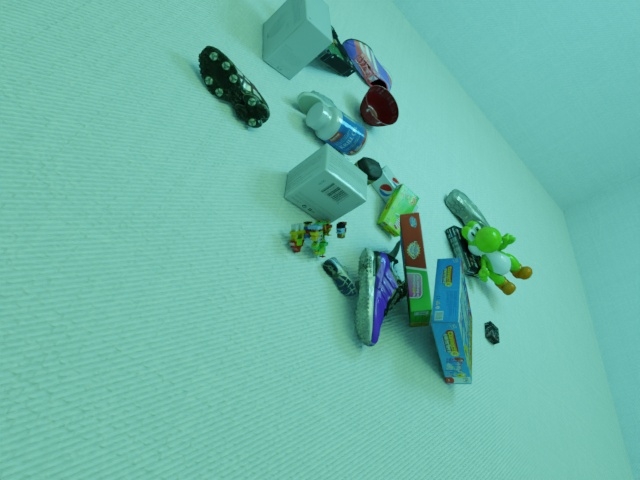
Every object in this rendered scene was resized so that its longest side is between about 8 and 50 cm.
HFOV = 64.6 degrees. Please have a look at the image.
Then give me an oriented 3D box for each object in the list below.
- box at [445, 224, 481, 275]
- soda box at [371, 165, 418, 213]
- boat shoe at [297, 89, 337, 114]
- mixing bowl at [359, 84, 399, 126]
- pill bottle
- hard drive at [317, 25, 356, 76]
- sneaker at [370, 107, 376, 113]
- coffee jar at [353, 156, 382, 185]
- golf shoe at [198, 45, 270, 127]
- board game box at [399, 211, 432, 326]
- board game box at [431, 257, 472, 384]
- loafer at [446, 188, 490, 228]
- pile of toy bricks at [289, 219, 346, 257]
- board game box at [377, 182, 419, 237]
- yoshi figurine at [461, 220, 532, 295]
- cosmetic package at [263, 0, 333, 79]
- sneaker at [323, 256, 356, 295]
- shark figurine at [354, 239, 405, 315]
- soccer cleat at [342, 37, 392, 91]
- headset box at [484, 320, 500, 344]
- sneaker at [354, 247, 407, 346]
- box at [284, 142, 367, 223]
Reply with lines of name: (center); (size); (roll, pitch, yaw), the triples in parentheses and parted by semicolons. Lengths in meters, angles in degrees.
box: (0.651, 0.052, 2.260); (0.175, 0.051, 0.220); (14, 54, -45)
soda box: (0.285, -0.182, 1.972); (0.216, 0.074, 0.069); (51, 36, -11)
boat shoe: (-0.016, -0.503, 1.858); (0.227, 0.079, 0.081); (10, 48, -53)
mixing bowl: (0.234, -0.555, 2.153); (0.181, 0.098, 0.181); (13, 68, -33)
pill bottle: (0.056, -0.401, 1.817); (0.221, 0.124, 0.124); (22, 48, -39)
hard drive: (0.022, -0.816, 2.081); (0.237, 0.064, 0.339); (62, 21, 6)
sneaker: (0.277, -0.588, 2.276); (0.158, 0.065, 0.061); (-8, 71, -53)
coffee jar: (0.113, -0.204, 1.683); (0.096, 0.184, 0.079); (1, 64, -51)
golf shoe: (-0.259, -0.461, 1.522); (0.273, 0.105, 0.120); (50, 20, -22)
board game box: (0.306, 0.101, 1.645); (0.242, 0.064, 0.316); (68, 18, -67)
board game box: (0.452, 0.270, 1.718); (0.308, 0.086, 0.302); (-70, 147, -48)
loafer: (0.731, -0.118, 2.435); (0.319, 0.112, 0.111); (49, 44, -12)
pile of toy bricks: (0.000, 0.000, 1.482); (0.212, 0.118, 0.105); (-14, 108, -63)
board game box: (0.290, -0.112, 1.882); (0.092, 0.043, 0.181); (38, 66, -18)
yoshi figurine: (0.753, 0.066, 2.169); (0.362, 0.203, 0.203); (46, 44, -14)
cosmetic package: (-0.084, -0.749, 1.820); (0.138, 0.225, 0.224); (26, 47, -37)
sneaker: (0.067, 0.103, 1.514); (0.135, 0.052, 0.058); (55, 31, -6)
shark figurine: (0.228, 0.125, 1.642); (0.166, 0.116, 0.278); (54, 37, -8)
soccer cleat: (0.219, -0.795, 2.333); (0.318, 0.108, 0.116); (36, 44, -32)
headset box: (0.712, 0.386, 2.099); (0.062, 0.032, 0.083); (41, 39, -23)
sneaker: (0.187, 0.168, 1.489); (0.146, 0.102, 0.293); (11, 68, -15)
box: (0.018, -0.166, 1.543); (0.181, 0.182, 0.119); (34, 44, -30)
